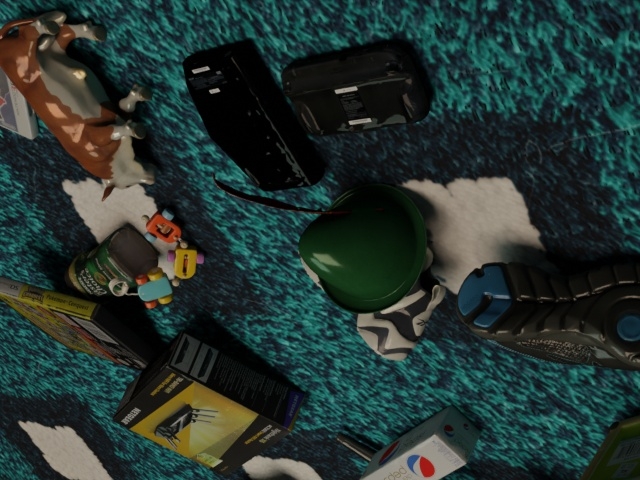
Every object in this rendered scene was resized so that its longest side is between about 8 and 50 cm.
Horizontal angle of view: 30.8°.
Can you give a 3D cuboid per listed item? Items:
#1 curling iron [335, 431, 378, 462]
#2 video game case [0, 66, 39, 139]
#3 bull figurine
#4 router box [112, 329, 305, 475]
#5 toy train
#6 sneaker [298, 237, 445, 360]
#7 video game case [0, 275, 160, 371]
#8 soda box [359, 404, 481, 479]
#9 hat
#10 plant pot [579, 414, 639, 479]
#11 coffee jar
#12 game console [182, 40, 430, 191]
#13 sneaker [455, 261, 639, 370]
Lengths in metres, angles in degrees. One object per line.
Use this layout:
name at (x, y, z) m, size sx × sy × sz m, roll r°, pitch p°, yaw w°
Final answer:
curling iron at (0.149, 0.389, 1.948) m, size 0.274 × 0.035 × 0.068 m, roll 27°, pitch 130°, yaw 16°
video game case at (-0.534, -0.261, 1.799) m, size 0.201 × 0.023 × 0.183 m, roll 24°, pitch 142°, yaw 17°
bull figurine at (-0.332, -0.191, 1.650) m, size 0.188 × 0.101 × 0.310 m, roll -23°, pitch 116°, yaw 45°
router box at (-0.203, 0.294, 2.047) m, size 0.242 × 0.081 × 0.309 m, roll 29°, pitch 145°, yaw -12°
toy train at (-0.257, 0.026, 1.839) m, size 0.125 × 0.046 × 0.166 m, roll 29°, pitch 109°, yaw -23°
sneaker at (0.080, 0.032, 1.578) m, size 0.153 × 0.094 × 0.235 m, roll -50°, pitch 52°, yaw 17°
video game case at (-0.426, 0.156, 2.086) m, size 0.248 × 0.035 × 0.275 m, roll 12°, pitch 158°, yaw 29°
soda box at (0.154, 0.344, 1.834) m, size 0.069 × 0.074 × 0.216 m, roll 43°, pitch 135°, yaw -5°
hat at (0.000, 0.000, 1.467) m, size 0.208 × 0.173 × 0.183 m, roll -8°, pitch 168°, yaw 38°
plant pot at (0.464, 0.339, 1.489) m, size 0.207 × 0.227 × 0.228 m, roll 50°, pitch 143°, yaw -6°
coffee jar at (-0.353, 0.048, 1.943) m, size 0.096 × 0.079 × 0.184 m, roll 47°, pitch 143°, yaw -13°
game console at (-0.013, -0.164, 1.469) m, size 0.361 × 0.044 × 0.213 m, roll -4°, pitch 130°, yaw 42°
sneaker at (0.346, 0.097, 1.430) m, size 0.340 × 0.125 × 0.139 m, roll 10°, pitch 164°, yaw 28°
